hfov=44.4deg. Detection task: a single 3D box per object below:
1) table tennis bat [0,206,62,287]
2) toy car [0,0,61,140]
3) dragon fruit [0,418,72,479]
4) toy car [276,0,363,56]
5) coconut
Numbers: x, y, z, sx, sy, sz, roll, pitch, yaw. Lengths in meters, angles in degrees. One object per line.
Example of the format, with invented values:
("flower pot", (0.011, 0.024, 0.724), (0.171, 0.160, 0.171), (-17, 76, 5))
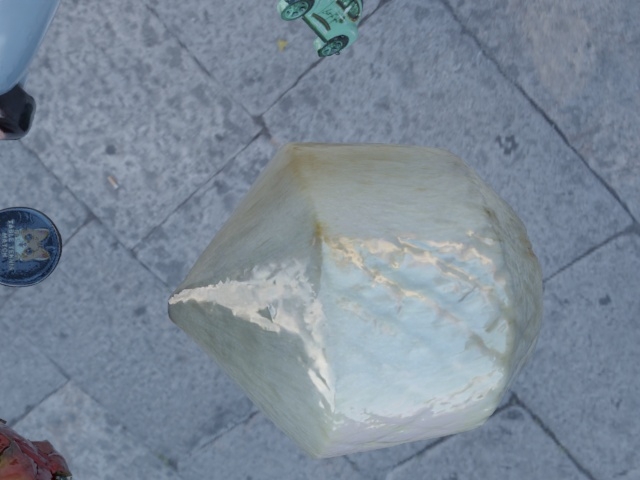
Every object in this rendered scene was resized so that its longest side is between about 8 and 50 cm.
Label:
("table tennis bat", (-0.598, 0.013, 1.447), (0.236, 0.027, 0.150), (-1, 89, -6))
("toy car", (-0.250, -0.168, 0.402), (0.271, 0.180, 0.212), (4, 164, 44))
("dragon fruit", (-0.392, 0.276, 0.714), (0.343, 0.277, 0.277), (16, 128, -33))
("toy car", (-0.008, -0.412, 1.271), (0.125, 0.306, 0.136), (-29, 75, 12))
("coconut", (0.023, 0.046, 0.718), (0.329, 0.329, 0.328), (7, 118, 13))
